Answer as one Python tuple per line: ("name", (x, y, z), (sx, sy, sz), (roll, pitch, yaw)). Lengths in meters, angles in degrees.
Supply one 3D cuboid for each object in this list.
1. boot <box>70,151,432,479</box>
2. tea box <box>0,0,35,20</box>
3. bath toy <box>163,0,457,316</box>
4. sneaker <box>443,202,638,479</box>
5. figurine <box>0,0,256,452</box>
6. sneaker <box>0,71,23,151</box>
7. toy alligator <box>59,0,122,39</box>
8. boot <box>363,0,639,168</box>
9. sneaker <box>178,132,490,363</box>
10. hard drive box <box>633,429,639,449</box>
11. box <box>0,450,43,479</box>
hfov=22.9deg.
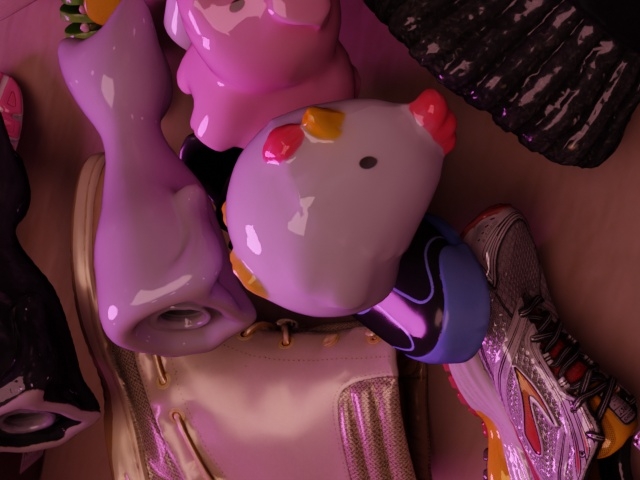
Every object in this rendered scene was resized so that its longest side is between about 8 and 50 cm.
("boot", (-0.041, 0.055, 0.979), (0.203, 0.095, 0.262), (-13, 82, 19))
("tea box", (-0.079, -0.336, 0.771), (0.329, 0.323, 0.220), (-26, 128, 20))
("bath toy", (-0.028, -0.119, 0.837), (0.129, 0.151, 0.348), (-44, 46, 25))
("sneaker", (0.137, 0.084, 0.903), (0.092, 0.088, 0.225), (-12, 102, 41))
("figurine", (-0.147, -0.015, 0.920), (0.215, 0.092, 0.209), (-32, 62, 29))
("sneaker", (-0.243, -0.031, 1.071), (0.063, 0.075, 0.170), (15, 82, -5))
("toy alligator", (-0.142, -0.161, 0.984), (0.051, 0.056, 0.190), (-9, 117, 6))
("boot", (0.212, -0.132, 0.815), (0.348, 0.131, 0.260), (41, 105, 25))
("sneaker", (0.000, 0.000, 0.898), (0.232, 0.090, 0.081), (41, 124, 48))
("hard drive box", (0.312, 0.077, 0.828), (0.181, 0.089, 0.232), (43, 111, 13))
("box", (-0.395, 0.129, 1.059), (0.381, 0.191, 0.143), (13, 104, 12))
